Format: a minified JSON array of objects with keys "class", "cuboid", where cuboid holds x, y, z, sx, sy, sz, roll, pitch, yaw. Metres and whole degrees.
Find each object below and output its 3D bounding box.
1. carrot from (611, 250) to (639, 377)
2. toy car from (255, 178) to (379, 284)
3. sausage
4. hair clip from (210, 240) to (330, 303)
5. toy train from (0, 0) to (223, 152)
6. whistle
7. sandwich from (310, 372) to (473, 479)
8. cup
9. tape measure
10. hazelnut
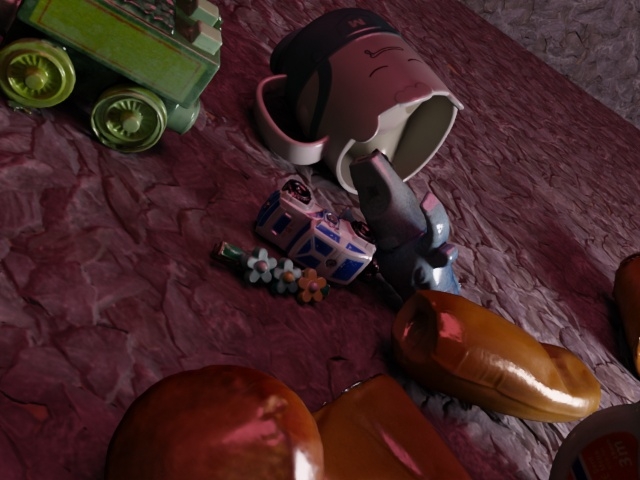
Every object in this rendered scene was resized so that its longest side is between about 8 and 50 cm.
[{"class":"carrot","cuboid":[0.637,0.150,1.559,0.196,0.196,0.254,33,19,-13]},{"class":"toy car","cuboid":[0.000,0.000,1.069,0.171,0.080,0.070,32,32,-16]},{"class":"sausage","cuboid":[0.246,0.167,1.096,0.354,0.116,0.134,24,19,-32]},{"class":"hair clip","cuboid":[-0.052,0.042,0.996,0.173,0.049,0.049,22,34,-32]},{"class":"toy train","cuboid":[-0.249,-0.231,0.981,0.272,0.188,0.159,27,33,-27]},{"class":"whistle","cuboid":[0.113,0.006,1.114,0.093,0.180,0.269,-41,108,-34]},{"class":"sandwich","cuboid":[0.059,0.247,0.816,0.212,0.063,0.245,51,32,16]},{"class":"cup","cuboid":[0.039,-0.214,1.303,0.290,0.219,0.257,-22,61,-23]},{"class":"tape measure","cuboid":[0.384,0.296,0.945,0.125,0.246,0.243,14,49,-38]},{"class":"hazelnut","cuboid":[-0.072,0.177,0.649,0.182,0.182,0.182,29,31,-20]}]
